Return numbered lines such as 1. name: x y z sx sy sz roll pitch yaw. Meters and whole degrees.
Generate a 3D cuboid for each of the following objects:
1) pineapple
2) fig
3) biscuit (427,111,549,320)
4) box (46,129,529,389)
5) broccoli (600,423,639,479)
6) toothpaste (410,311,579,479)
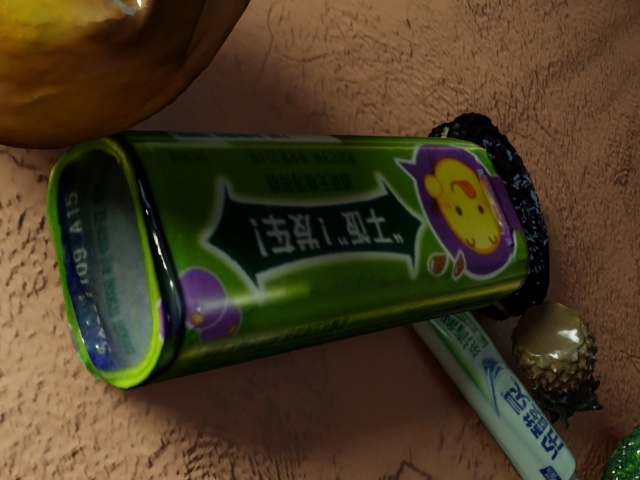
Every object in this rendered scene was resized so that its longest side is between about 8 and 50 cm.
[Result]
1. pineapple: 0.212 0.117 0.816 0.159 0.074 0.074 61 33 -50
2. fig: -0.128 -0.155 0.413 0.224 0.224 0.263 44 28 -32
3. biscuit: 0.150 -0.021 0.824 0.194 0.053 0.194 35 45 -45
4. box: 0.000 0.000 0.592 0.346 0.097 0.134 -7 73 -49
5. broccoli: 0.412 0.269 0.871 0.298 0.297 0.297 33 18 -12
6. toothpaste: 0.137 0.116 0.773 0.297 0.048 0.075 53 41 -17
